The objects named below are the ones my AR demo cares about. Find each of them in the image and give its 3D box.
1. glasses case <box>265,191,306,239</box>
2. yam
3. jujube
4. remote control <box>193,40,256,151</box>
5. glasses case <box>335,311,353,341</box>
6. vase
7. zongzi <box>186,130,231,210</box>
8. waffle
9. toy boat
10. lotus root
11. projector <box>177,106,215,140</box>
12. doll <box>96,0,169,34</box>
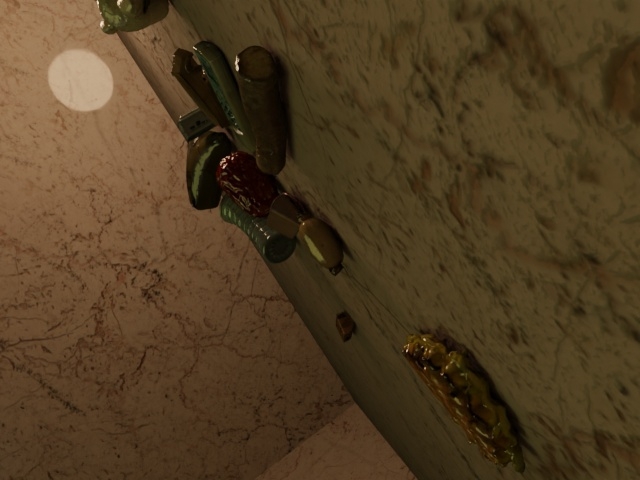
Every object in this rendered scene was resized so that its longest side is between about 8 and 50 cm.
[{"bbox_3d":[-0.060,-0.056,1.096,0.102,0.070,0.193,29,168,-4],"label":"glasses case"},{"bbox_3d":[-0.086,-0.188,0.771,0.066,0.066,0.300,54,169,14],"label":"yam"},{"bbox_3d":[-0.172,-0.134,1.185,0.176,0.112,0.109,48,-165,8],"label":"jujube"},{"bbox_3d":[-0.185,-0.288,0.990,0.098,0.038,0.233,46,165,40],"label":"remote control"},{"bbox_3d":[0.076,0.265,1.490,0.170,0.041,0.065,83,162,-70],"label":"glasses case"},{"bbox_3d":[-0.195,-0.049,1.517,0.299,0.143,0.143,41,162,45],"label":"vase"},{"bbox_3d":[-0.328,-0.201,1.464,0.289,0.123,0.260,30,118,60],"label":"zongzi"},{"bbox_3d":[0.218,0.244,0.759,0.238,0.058,0.243,52,172,5],"label":"waffle"},{"bbox_3d":[-0.245,-0.326,1.051,0.064,0.072,0.206,29,166,34],"label":"toy boat"},{"bbox_3d":[0.000,0.000,0.958,0.150,0.062,0.073,56,-167,8],"label":"lotus root"},{"bbox_3d":[-0.328,-0.324,1.317,0.061,0.115,0.147,61,169,-14],"label":"projector"},{"bbox_3d":[-0.368,-0.522,0.953,0.149,0.175,0.278,20,170,-17],"label":"doll"}]
